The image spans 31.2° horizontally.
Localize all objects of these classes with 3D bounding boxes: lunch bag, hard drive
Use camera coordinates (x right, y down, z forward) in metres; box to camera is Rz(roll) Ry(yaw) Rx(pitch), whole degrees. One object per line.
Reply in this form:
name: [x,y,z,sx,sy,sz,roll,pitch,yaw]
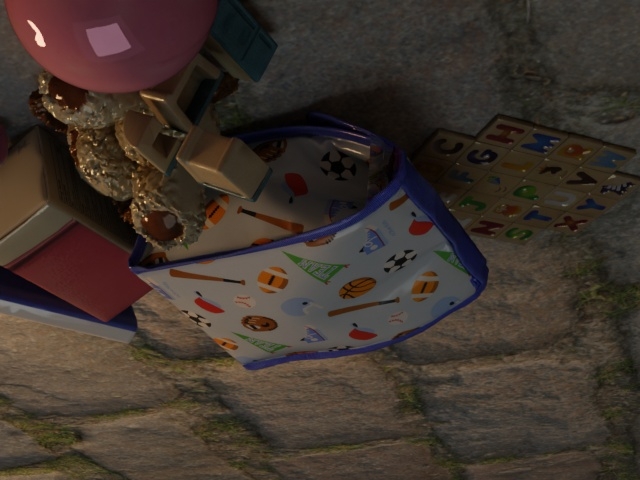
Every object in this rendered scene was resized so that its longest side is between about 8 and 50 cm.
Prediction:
lunch bag: [0.000,0.000,1.547,0.386,0.238,0.328,-9,148,27]
hard drive: [-0.430,0.040,1.630,0.319,0.210,0.040,18,114,-32]

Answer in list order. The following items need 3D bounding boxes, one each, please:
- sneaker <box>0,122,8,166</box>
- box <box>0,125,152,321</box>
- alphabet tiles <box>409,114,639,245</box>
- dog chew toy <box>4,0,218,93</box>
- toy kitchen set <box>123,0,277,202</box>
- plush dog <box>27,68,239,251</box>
sneaker: [-0.521,-0.122,1.441,0.236,0.095,0.104,13,155,-28]
box: [-0.333,-0.017,1.538,0.127,0.148,0.232,-35,137,17]
alphabet tiles: [0.276,-0.078,1.653,0.343,0.011,0.285,11,149,-23]
dog chew toy: [-0.188,-0.292,1.050,0.207,0.206,0.331,3,143,-10]
toy kitchen set: [-0.087,-0.150,1.238,0.166,0.207,0.122,18,166,34]
plush dog: [-0.226,-0.126,1.390,0.225,0.210,0.262,-16,114,49]
